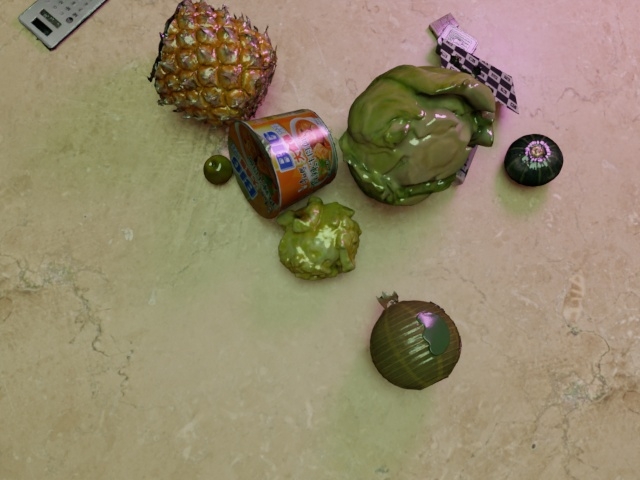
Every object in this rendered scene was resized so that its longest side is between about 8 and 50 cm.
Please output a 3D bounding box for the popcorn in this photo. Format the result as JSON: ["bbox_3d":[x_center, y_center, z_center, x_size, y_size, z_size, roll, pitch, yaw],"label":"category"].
[{"bbox_3d":[0.000,0.000,1.680,0.256,0.195,0.255,-40,77,10],"label":"popcorn"}]

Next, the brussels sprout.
[{"bbox_3d":[0.246,-0.319,1.663,0.425,0.342,0.361,-36,46,7],"label":"brussels sprout"}]

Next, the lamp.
[{"bbox_3d":[0.240,0.261,1.618,0.250,0.250,0.284,-28,73,-7],"label":"lamp"}]

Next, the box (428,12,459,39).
[{"bbox_3d":[0.393,-0.684,1.908,0.083,0.024,0.053,-32,82,-6],"label":"box"}]

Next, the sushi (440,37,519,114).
[{"bbox_3d":[0.461,-0.481,1.788,0.279,0.043,0.193,23,47,-17],"label":"sushi"}]

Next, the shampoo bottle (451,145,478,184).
[{"bbox_3d":[0.442,-0.320,1.806,0.092,0.092,0.304,24,80,2],"label":"shampoo bottle"}]

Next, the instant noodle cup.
[{"bbox_3d":[-0.101,-0.230,1.677,0.213,0.296,0.297,-26,81,-25],"label":"instant noodle cup"}]

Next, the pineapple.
[{"bbox_3d":[-0.288,-0.490,1.695,0.300,0.352,0.353,23,79,-5],"label":"pineapple"}]

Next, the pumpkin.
[{"bbox_3d":[0.632,-0.238,1.780,0.167,0.125,0.167,-1,81,4],"label":"pumpkin"}]

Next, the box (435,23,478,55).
[{"bbox_3d":[0.421,-0.605,1.871,0.122,0.069,0.084,34,78,4],"label":"box"}]

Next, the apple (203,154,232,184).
[{"bbox_3d":[-0.304,-0.210,1.766,0.089,0.074,0.090,-5,73,17],"label":"apple"}]

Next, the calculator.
[{"bbox_3d":[-0.804,-0.728,1.872,0.161,0.021,0.262,41,80,6],"label":"calculator"}]
